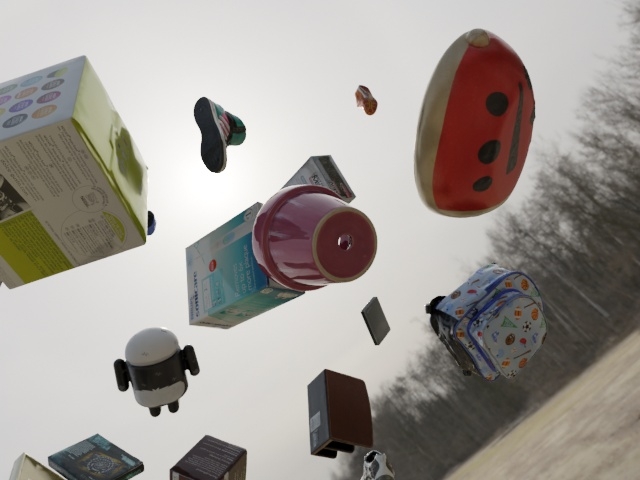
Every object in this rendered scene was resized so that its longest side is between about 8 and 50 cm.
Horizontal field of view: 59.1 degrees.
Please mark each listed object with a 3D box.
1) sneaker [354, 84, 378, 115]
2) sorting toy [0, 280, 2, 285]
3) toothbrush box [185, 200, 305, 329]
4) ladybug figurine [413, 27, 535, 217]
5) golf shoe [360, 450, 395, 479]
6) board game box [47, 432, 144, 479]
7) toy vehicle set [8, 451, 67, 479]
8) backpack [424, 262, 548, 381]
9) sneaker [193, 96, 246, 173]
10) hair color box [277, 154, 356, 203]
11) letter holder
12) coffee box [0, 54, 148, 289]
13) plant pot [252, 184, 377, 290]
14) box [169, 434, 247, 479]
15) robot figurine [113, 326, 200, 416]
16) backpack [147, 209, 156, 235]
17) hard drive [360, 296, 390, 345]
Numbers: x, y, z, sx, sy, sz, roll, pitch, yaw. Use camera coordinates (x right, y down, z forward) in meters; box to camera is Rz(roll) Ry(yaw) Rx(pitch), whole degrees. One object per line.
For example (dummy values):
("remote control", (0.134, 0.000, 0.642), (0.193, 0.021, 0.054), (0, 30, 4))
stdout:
("sneaker", (0.167, -0.504, 2.079), (0.064, 0.175, 0.067), (9, -49, -18))
("sorting toy", (-1.024, 0.146, 1.567), (0.208, 0.192, 0.038), (23, -22, -23))
("toothbrush box", (-0.192, 0.070, 1.373), (0.296, 0.216, 0.126), (-27, -30, 37))
("ladybug figurine", (0.329, -0.217, 1.170), (0.305, 0.162, 0.449), (-43, -37, -22))
("golf shoe", (0.136, 0.547, 1.337), (0.077, 0.093, 0.198), (-3, -22, -12))
("board game box", (-0.504, 0.501, 1.265), (0.126, 0.186, 0.026), (-15, -69, -50))
("toy vehicle set", (-0.707, 0.654, 1.415), (0.035, 0.166, 0.267), (-46, 21, -8))
("backpack", (0.440, 0.195, 1.427), (0.263, 0.213, 0.276), (-47, -57, -19))
("sneaker", (-0.334, -0.347, 1.966), (0.124, 0.295, 0.178), (-28, -25, 31))
("hair color box", (-0.062, -0.118, 2.006), (0.114, 0.185, 0.374), (-14, -22, -47))
("letter holder", (0.079, 0.700, 2.256), (0.215, 0.301, 0.152), (20, -50, -23))
("coffee box", (-0.610, -0.157, 1.268), (0.335, 0.337, 0.338), (-19, -49, -1))
("plant pot", (0.000, 0.000, 1.012), (0.201, 0.201, 0.180), (-31, 18, -22))
("box", (-0.359, 0.771, 1.817), (0.203, 0.167, 0.168), (-35, -46, -62))
("robot figurine", (-0.512, 0.407, 1.772), (0.209, 0.174, 0.277), (-26, -66, -45))
("backpack", (-0.669, -0.064, 2.090), (0.120, 0.097, 0.101), (-1, -29, -2))
("hard drive", (0.185, 0.269, 1.887), (0.022, 0.135, 0.094), (-9, 22, 40))
